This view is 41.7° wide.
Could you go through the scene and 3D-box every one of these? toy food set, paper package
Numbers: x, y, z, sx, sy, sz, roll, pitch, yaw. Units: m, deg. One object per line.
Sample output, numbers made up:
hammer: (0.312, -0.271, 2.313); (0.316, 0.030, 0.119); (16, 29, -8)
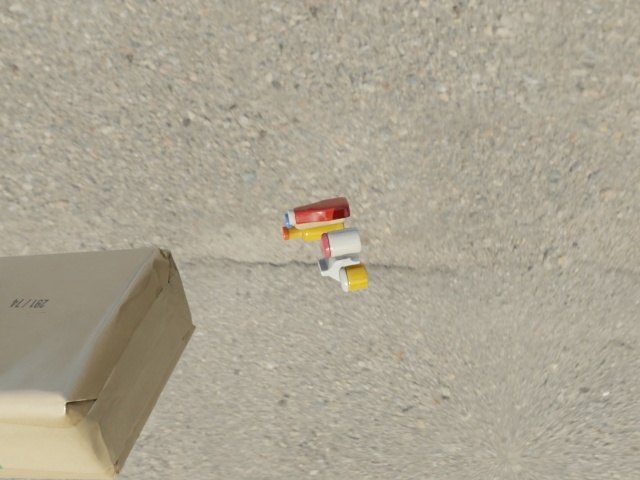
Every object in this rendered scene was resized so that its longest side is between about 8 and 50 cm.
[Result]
toy food set: (0.000, 0.000, 1.332); (0.104, 0.111, 0.232); (-10, 30, -5)
paper package: (-0.383, 0.163, 1.152); (0.324, 0.168, 0.309); (-3, 35, 19)
